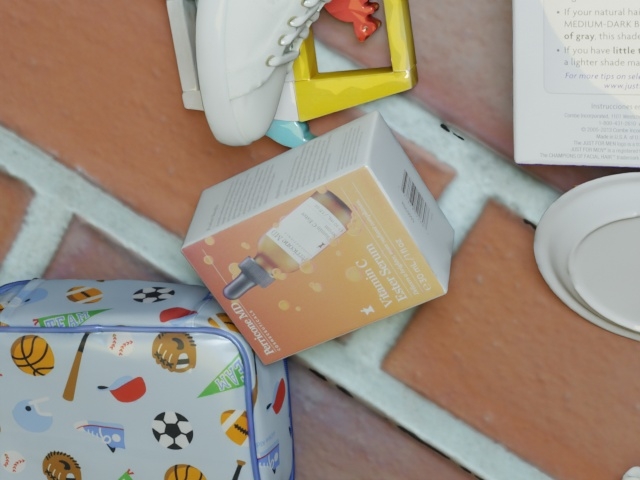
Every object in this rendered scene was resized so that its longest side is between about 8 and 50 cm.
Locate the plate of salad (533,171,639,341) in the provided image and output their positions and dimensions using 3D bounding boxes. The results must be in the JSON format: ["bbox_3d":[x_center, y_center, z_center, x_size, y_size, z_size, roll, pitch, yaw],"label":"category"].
[{"bbox_3d":[0.261,0.012,1.085,0.200,0.048,0.200,13,142,10],"label":"plate of salad"}]

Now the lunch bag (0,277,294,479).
[{"bbox_3d":[-0.177,0.159,1.253,0.303,0.115,0.243,1,111,15],"label":"lunch bag"}]

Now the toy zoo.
[{"bbox_3d":[-0.031,-0.210,1.122,0.192,0.030,0.293,-4,108,17],"label":"toy zoo"}]

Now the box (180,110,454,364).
[{"bbox_3d":[0.000,0.000,1.138,0.170,0.091,0.130,-24,116,22],"label":"box"}]

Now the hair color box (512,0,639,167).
[{"bbox_3d":[0.229,-0.224,1.000,0.185,0.110,0.338,3,111,17],"label":"hair color box"}]

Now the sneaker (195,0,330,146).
[{"bbox_3d":[-0.013,-0.197,1.044,0.123,0.106,0.290,15,111,13],"label":"sneaker"}]

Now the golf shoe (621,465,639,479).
[{"bbox_3d":[0.364,0.235,1.128,0.273,0.105,0.120,-7,100,18],"label":"golf shoe"}]
